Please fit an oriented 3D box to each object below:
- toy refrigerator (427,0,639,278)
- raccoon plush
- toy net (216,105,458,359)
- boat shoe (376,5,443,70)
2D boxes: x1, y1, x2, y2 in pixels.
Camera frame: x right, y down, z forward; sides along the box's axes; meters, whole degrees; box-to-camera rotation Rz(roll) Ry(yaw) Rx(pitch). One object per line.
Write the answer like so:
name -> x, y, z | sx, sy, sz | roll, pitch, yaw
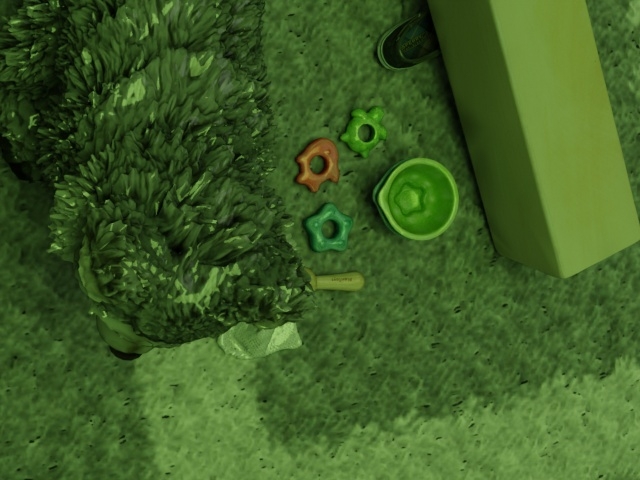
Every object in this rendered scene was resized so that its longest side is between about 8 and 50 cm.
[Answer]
toy refrigerator -> 0.174, -0.115, 1.495 | 0.094, 0.102, 0.270 | -26, 113, -21
raccoon plush -> -0.113, -0.140, 1.258 | 0.216, 0.299, 0.446 | -8, 113, -15
toy net -> 0.000, 0.000, 1.490 | 0.232, 0.045, 0.122 | -43, 107, -14
boat shoe -> 0.110, -0.184, 1.526 | 0.142, 0.040, 0.049 | -36, 105, -16
